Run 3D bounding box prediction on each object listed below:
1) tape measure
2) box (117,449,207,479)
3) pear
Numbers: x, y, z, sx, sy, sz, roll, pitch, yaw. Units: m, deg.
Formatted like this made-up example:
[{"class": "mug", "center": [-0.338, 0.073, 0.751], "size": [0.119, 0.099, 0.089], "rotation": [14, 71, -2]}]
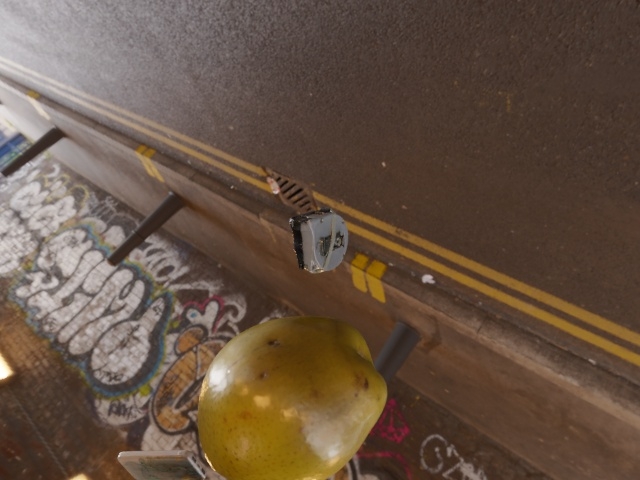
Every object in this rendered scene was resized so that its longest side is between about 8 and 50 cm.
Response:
[{"class": "tape measure", "center": [0.003, -0.001, 1.190], "size": [0.107, 0.181, 0.182], "rotation": [10, 117, 40]}, {"class": "box", "center": [-0.522, 0.743, 1.360], "size": [0.285, 0.044, 0.142], "rotation": [-10, 119, 18]}, {"class": "pear", "center": [-0.069, 0.344, 0.908], "size": [0.362, 0.418, 0.362], "rotation": [55, -168, -17]}]
